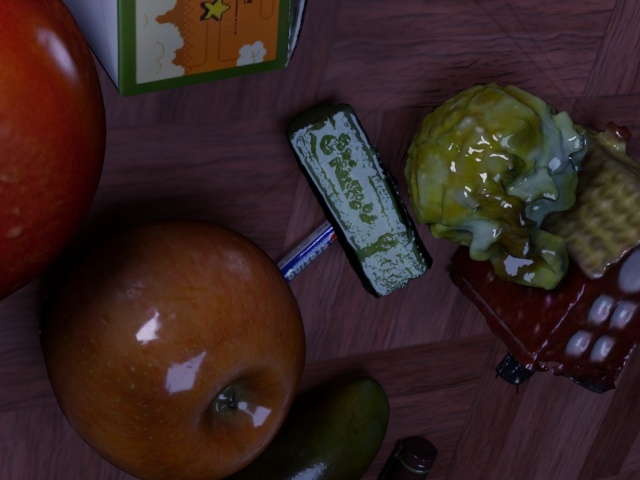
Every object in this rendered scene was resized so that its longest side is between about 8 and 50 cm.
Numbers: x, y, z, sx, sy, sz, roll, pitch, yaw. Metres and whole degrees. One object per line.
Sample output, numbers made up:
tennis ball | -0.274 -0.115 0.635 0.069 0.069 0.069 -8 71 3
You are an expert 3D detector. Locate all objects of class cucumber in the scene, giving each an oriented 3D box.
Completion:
cucumber | 0.035 -0.045 1.335 0.078 0.062 0.211 -30 116 -2

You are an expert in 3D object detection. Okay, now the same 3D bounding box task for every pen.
pen | 0.000 0.000 1.389 0.204 0.025 0.025 -41 136 5

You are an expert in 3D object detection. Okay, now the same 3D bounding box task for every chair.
chair | 0.247 0.165 1.681 0.037 0.042 0.086 -50 170 16

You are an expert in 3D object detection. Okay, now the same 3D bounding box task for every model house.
model house | 0.291 0.007 1.457 0.160 0.196 0.254 11 119 -36

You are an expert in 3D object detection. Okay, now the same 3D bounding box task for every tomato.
tomato | -0.322 -0.075 0.946 0.325 0.293 0.289 -28 125 -22

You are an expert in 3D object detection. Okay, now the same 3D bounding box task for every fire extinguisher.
fire extinguisher | 0.102 0.325 1.716 0.064 0.043 0.158 18 118 -8

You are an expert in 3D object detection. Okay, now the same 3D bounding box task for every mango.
mango | -0.026 0.261 1.535 0.267 0.111 0.133 -40 125 -3

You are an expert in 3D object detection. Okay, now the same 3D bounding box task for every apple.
apple | -0.133 0.109 1.271 0.252 0.206 0.272 -15 131 -25

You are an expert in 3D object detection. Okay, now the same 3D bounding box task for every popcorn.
popcorn | 0.188 -0.052 1.350 0.198 0.212 0.198 -17 166 -5

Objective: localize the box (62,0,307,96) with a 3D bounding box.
box | -0.114 -0.239 0.992 0.148 0.195 0.177 -12 131 -23
